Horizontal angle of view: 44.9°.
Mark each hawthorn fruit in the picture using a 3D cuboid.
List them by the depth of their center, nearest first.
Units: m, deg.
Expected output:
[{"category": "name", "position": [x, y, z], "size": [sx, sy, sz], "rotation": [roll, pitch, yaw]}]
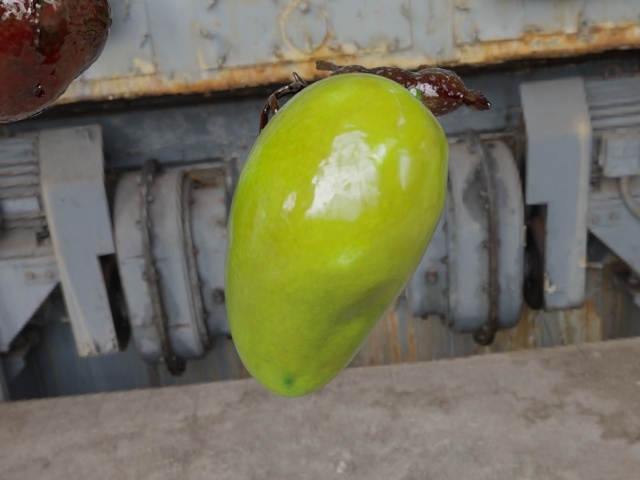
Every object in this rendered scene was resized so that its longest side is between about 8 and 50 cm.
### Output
[{"category": "hawthorn fruit", "position": [-0.291, -0.181, 0.635], "size": [0.235, 0.181, 0.181], "rotation": [-22, 17, 17]}]

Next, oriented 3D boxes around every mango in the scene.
[{"category": "mango", "position": [0.002, -0.008, 0.604], "size": [0.149, 0.273, 0.185], "rotation": [18, 46, -6]}]

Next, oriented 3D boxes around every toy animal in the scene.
[{"category": "toy animal", "position": [0.051, -0.160, 0.839], "size": [0.243, 0.087, 0.260], "rotation": [-11, 18, 0]}]
